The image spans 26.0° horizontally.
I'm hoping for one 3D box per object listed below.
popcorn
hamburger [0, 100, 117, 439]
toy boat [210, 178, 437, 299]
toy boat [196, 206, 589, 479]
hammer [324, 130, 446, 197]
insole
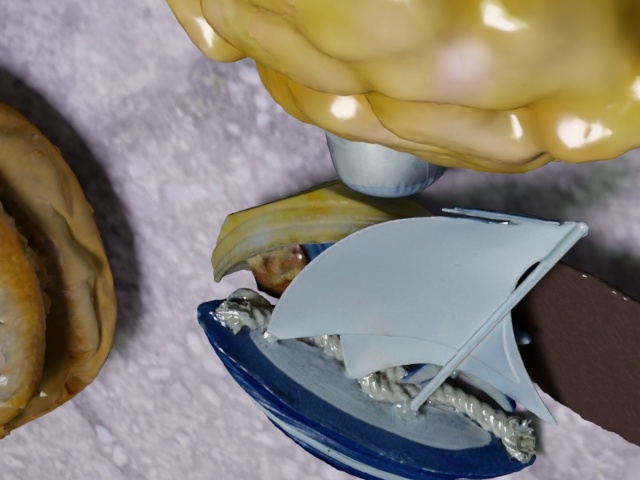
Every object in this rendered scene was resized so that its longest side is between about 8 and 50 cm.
[{"bbox_3d":[0.094,-0.219,0.486,0.344,0.354,0.390,12,110,-14],"label":"popcorn"},{"bbox_3d":[-0.284,0.013,0.961,0.318,0.158,0.318,16,123,26],"label":"hamburger"},{"bbox_3d":[0.000,0.000,0.835,0.172,0.065,0.066,-14,93,42],"label":"toy boat"},{"bbox_3d":[0.068,0.069,0.796,0.210,0.070,0.291,38,140,-25],"label":"toy boat"},{"bbox_3d":[0.089,-0.080,0.738,0.194,0.069,0.116,1,114,27],"label":"hammer"},{"bbox_3d":[0.185,0.076,0.727,0.328,0.007,0.111,23,138,45],"label":"insole"}]
